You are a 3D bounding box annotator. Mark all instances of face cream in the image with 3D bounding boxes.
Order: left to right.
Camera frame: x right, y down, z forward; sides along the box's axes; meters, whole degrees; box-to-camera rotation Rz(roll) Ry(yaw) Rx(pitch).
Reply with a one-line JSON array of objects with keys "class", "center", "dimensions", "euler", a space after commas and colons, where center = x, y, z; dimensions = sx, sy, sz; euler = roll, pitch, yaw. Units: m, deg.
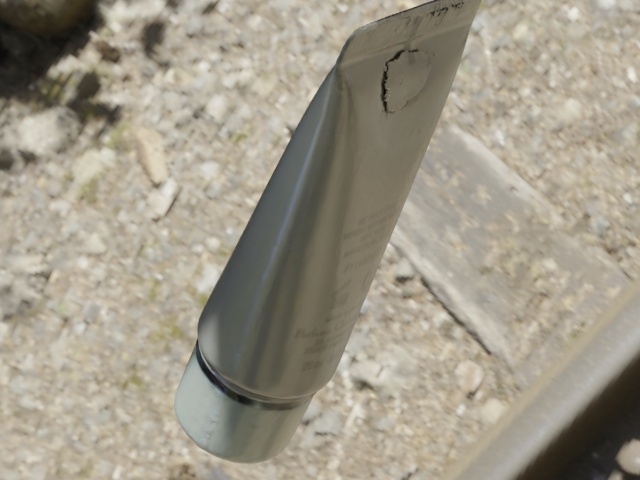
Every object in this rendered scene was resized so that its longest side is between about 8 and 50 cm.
[{"class": "face cream", "center": [0.000, 0.000, 0.788], "dimensions": [0.089, 0.143, 0.314], "euler": [40, 125, 18]}]
